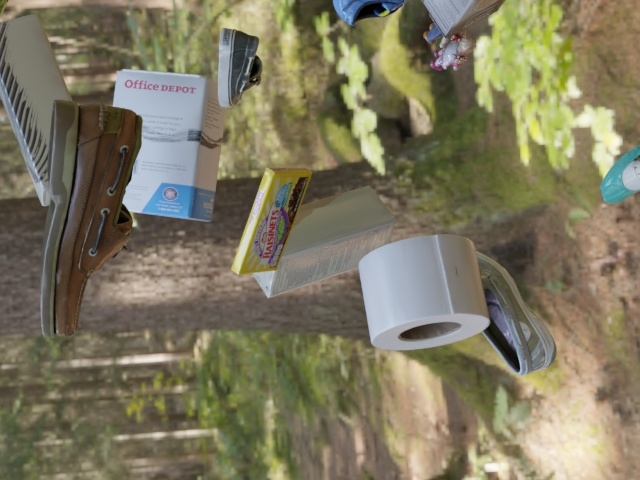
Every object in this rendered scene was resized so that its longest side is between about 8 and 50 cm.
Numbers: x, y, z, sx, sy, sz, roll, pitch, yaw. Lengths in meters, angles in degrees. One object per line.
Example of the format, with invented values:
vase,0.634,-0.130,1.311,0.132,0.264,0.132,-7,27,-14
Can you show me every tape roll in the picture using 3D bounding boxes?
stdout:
tape roll,0.209,0.109,1.938,0.246,0.246,0.169,91,171,-68

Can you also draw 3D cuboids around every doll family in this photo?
doll family,0.300,-0.512,2.135,0.163,0.118,0.263,-19,48,64

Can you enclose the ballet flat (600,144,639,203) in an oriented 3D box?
ballet flat,0.691,-0.166,1.992,0.083,0.247,0.087,46,-174,-14

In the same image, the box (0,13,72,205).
box,-0.439,-0.203,1.496,0.275,0.094,0.113,66,160,8

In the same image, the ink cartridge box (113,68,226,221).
ink cartridge box,-0.342,-0.208,2.108,0.129,0.223,0.308,7,-90,-72

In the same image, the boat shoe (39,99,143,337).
boat shoe,-0.268,-0.011,1.110,0.111,0.104,0.307,-113,32,-52

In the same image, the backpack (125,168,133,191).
backpack,-0.423,-0.160,1.874,0.084,0.114,0.105,-77,3,-58

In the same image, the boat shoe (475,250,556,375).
boat shoe,0.362,0.147,2.014,0.320,0.103,0.118,56,139,26

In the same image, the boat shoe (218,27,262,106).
boat shoe,-0.133,-0.279,1.596,0.219,0.070,0.078,109,168,-75

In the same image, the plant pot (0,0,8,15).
plant pot,-0.628,-0.522,1.660,0.207,0.228,0.227,-55,9,-9

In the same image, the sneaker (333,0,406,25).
sneaker,0.121,-0.393,1.511,0.082,0.209,0.069,62,165,24

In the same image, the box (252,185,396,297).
box,0.000,0.000,2.127,0.121,0.311,0.148,54,147,32

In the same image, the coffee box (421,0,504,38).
coffee box,0.301,-0.499,1.793,0.098,0.141,0.246,58,164,6

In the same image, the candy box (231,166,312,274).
candy box,-0.088,-0.035,1.719,0.027,0.105,0.206,36,115,35
